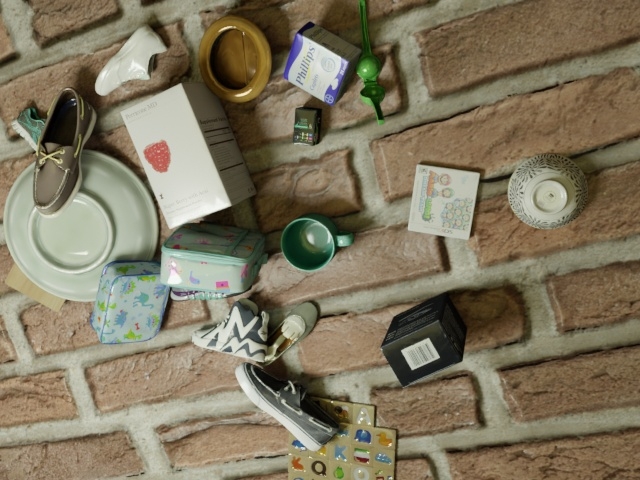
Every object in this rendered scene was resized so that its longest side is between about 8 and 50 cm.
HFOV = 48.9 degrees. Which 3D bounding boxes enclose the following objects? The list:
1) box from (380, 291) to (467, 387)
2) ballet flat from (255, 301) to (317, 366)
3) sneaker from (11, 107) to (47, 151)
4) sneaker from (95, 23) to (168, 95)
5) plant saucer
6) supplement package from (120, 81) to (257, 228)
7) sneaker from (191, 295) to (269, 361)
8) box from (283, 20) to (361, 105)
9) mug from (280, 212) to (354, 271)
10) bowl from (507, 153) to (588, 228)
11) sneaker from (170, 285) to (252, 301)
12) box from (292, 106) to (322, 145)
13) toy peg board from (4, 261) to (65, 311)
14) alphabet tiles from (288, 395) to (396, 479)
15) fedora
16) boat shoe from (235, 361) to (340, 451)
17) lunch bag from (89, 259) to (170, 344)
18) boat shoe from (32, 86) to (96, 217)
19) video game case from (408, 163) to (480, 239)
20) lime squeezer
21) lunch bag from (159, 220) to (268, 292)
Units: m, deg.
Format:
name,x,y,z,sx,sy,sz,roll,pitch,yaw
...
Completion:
name,x,y,z,sx,sy,sz,roll,pitch,yaw
box,0.238,0.220,1.598,0.153,0.207,0.108,-29,95,21
ballet flat,-0.087,0.241,1.764,0.072,0.068,0.213,45,110,2
sneaker,-0.718,-0.277,1.816,0.166,0.065,0.076,42,106,1
sneaker,-0.458,-0.415,1.708,0.094,0.080,0.212,43,109,-11
plant saucer,-0.616,-0.029,1.778,0.400,0.100,0.401,0,101,1
supplement package,-0.305,-0.204,1.659,0.177,0.175,0.293,-20,97,19
sneaker,-0.220,0.212,1.789,0.234,0.094,0.153,4,74,43
box,0.001,-0.390,1.560,0.137,0.072,0.126,31,136,7
mug,-0.007,0.006,1.670,0.157,0.097,0.130,27,108,7
bowl,0.491,-0.099,1.520,0.170,0.080,0.170,3,103,15
sneaker,-0.284,0.097,1.778,0.223,0.083,0.098,-6,97,17
box,-0.030,-0.264,1.630,0.052,0.062,0.083,8,105,12
toy peg board,-0.735,0.079,1.908,0.160,0.079,0.161,31,109,-10
alphabet tiles,0.052,0.575,1.839,0.285,0.011,0.343,5,104,15
fedora,-0.188,-0.419,1.627,0.194,0.079,0.194,5,111,14
boat shoe,-0.078,0.398,1.769,0.301,0.108,0.102,44,107,-3
lunch bag,-0.480,0.157,1.796,0.090,0.176,0.219,42,123,43
boat shoe,-0.629,-0.215,1.697,0.116,0.097,0.325,6,68,9
video game case,0.281,-0.089,1.611,0.143,0.019,0.157,10,105,12
lime squeezer,0.104,-0.370,1.550,0.058,0.110,0.311,-12,69,16
lunch bag,-0.241,0.034,1.649,0.223,0.279,0.108,5,105,3
